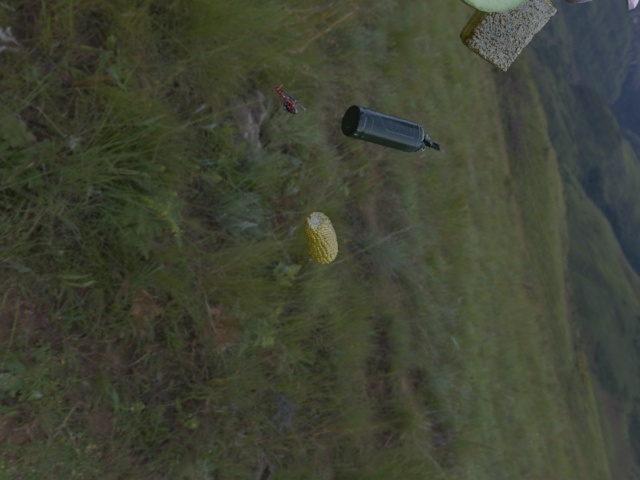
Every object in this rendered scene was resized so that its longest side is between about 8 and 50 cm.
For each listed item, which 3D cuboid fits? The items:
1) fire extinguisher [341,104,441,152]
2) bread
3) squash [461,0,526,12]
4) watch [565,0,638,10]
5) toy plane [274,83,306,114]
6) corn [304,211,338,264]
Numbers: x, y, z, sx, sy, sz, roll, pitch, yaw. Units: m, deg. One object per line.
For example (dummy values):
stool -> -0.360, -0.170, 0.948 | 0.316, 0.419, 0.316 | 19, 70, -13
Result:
fire extinguisher -> 0.221, -0.324, 1.588 | 0.311, 0.095, 0.114 | 7, 23, -31
bread -> 0.564, -0.668, 1.610 | 0.184, 0.234, 0.110 | 28, 36, -16
squash -> 0.363, -0.583, 1.081 | 0.219, 0.219, 0.041 | 58, 8, -19
watch -> 0.875, -0.823, 1.659 | 0.211, 0.217, 0.248 | 57, 41, -32
toy plane -> -0.123, -0.534, 2.024 | 0.145, 0.060, 0.037 | 43, 28, -30
corn -> 0.002, -0.004, 1.543 | 0.260, 0.091, 0.091 | 76, 32, -68
